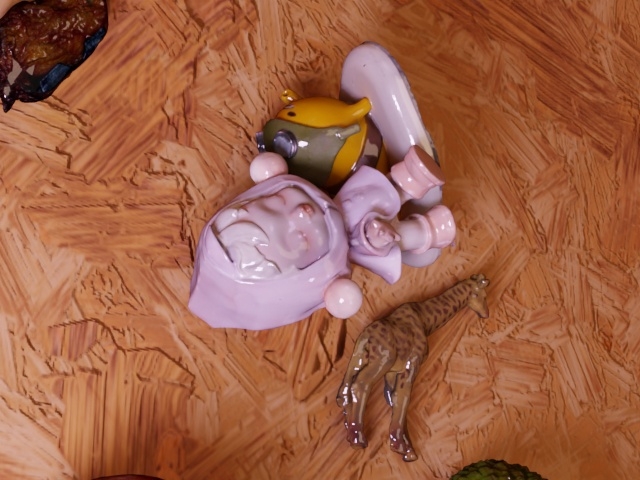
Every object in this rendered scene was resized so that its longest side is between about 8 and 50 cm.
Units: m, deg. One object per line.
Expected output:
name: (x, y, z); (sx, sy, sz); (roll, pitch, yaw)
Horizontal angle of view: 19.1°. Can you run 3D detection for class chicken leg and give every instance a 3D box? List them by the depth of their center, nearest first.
chicken leg: (-0.245, -0.220, 1.772); (0.106, 0.051, 0.253); (35, 55, -26)

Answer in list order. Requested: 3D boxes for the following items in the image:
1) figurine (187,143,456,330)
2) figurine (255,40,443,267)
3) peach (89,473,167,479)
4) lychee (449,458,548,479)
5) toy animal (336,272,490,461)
figurine: (-0.001, 0.000, 1.837); (0.276, 0.133, 0.200); (-19, 59, -17)
figurine: (0.025, -0.063, 1.935); (0.141, 0.166, 0.250); (-25, 109, -24)
peach: (-0.143, 0.310, 1.609); (0.199, 0.243, 0.243); (-13, 89, -50)
lychee: (0.192, 0.304, 1.961); (0.171, 0.171, 0.171); (12, 72, -40)
toy animal: (0.098, 0.117, 2.002); (0.149, 0.054, 0.275); (47, 52, -28)
